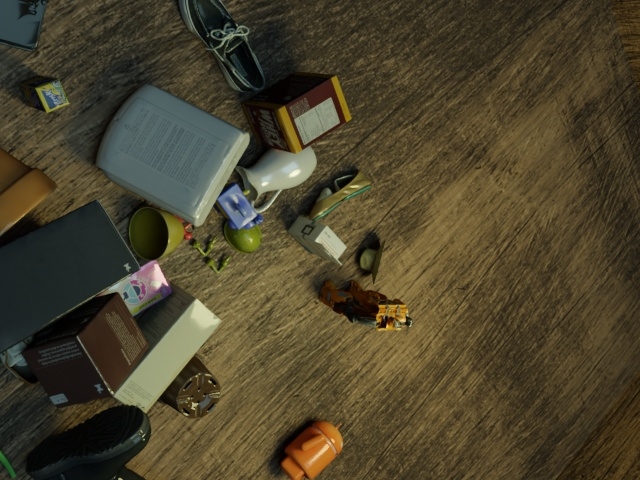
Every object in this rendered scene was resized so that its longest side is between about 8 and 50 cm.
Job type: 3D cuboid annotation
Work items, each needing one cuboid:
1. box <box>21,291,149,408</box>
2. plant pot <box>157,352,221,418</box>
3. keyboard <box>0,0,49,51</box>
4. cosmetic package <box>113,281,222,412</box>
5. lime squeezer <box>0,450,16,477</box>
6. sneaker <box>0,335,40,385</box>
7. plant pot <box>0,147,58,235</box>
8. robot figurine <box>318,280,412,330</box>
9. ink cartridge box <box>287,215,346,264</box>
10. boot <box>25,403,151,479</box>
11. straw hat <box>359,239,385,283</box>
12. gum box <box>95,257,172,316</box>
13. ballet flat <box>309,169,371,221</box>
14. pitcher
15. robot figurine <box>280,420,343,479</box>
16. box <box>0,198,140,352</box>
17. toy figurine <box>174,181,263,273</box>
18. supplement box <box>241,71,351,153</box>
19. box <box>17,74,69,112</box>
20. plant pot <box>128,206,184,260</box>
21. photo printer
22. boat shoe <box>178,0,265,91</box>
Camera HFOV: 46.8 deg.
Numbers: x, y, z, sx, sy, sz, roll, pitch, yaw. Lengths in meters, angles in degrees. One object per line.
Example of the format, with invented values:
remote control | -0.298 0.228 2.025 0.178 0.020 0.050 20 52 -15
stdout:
box | -0.540 0.253 1.725 0.167 0.169 0.203 66 21 -19
plant pot | -0.355 0.382 1.956 0.167 0.165 0.166 -10 108 -32
keyboard | -0.730 -0.532 1.538 0.317 0.033 0.201 10 102 -37
cosmetic package | -0.416 0.273 1.889 0.309 0.160 0.113 -49 125 -13
lime squeezer | -0.821 0.472 1.722 0.310 0.059 0.110 34 82 -37
sneaker | -0.706 0.208 1.693 0.106 0.123 0.290 -33 118 -22
plant pot | -0.723 -0.090 1.525 0.291 0.291 0.203 -46 106 -17
robot figurine | 0.134 0.191 2.168 0.211 0.291 0.085 2 101 -36
ink cartridge box | 0.000 0.000 2.093 0.060 0.180 0.104 -52 125 -13
boot | -0.457 0.627 1.872 0.445 0.367 0.146 55 27 -28
straw hat | 0.154 0.059 2.287 0.061 0.144 0.144 15 94 1
gum box | -0.476 0.124 1.866 0.188 0.062 0.107 -33 119 -24
ballet flat | 0.044 -0.135 2.170 0.232 0.080 0.073 -32 90 -27
pitcher | -0.116 -0.174 2.018 0.207 0.125 0.177 -30 145 -21
robot figurine | -0.020 0.644 2.280 0.219 0.128 0.158 -39 121 -21
box | -0.608 0.099 1.551 0.343 0.312 0.179 -35 97 -38
toy figurine | -0.245 -0.059 1.885 0.191 0.217 0.362 -42 121 -19
supplement box | -0.064 -0.341 1.952 0.194 0.191 0.129 -35 121 -23
box | -0.600 -0.318 1.598 0.054 0.169 0.059 -30 118 -25
plant pot | -0.399 -0.020 1.857 0.095 0.134 0.134 -9 109 -59
photo printer | -0.360 -0.211 1.748 0.308 0.107 0.256 27 83 6
boat shoe | -0.237 -0.501 1.843 0.113 0.105 0.306 -39 121 -21
